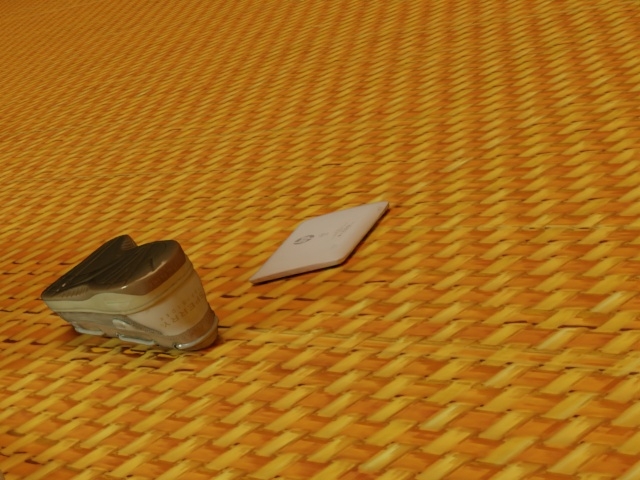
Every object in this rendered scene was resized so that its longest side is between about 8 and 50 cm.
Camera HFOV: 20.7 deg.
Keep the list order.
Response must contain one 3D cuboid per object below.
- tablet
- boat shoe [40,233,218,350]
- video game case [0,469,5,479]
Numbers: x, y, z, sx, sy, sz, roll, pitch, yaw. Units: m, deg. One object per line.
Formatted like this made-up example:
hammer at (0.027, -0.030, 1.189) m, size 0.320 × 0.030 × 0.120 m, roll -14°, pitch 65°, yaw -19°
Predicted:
tablet at (0.000, 0.000, 0.902) m, size 0.054 × 0.006 × 0.083 m, roll -14°, pitch 16°, yaw 24°
boat shoe at (-0.094, 0.030, 0.865) m, size 0.056 × 0.048 × 0.153 m, roll -41°, pitch 15°, yaw -23°
video game case at (-0.218, 0.117, 0.745) m, size 0.143 × 0.019 × 0.157 m, roll -26°, pitch 16°, yaw -20°
